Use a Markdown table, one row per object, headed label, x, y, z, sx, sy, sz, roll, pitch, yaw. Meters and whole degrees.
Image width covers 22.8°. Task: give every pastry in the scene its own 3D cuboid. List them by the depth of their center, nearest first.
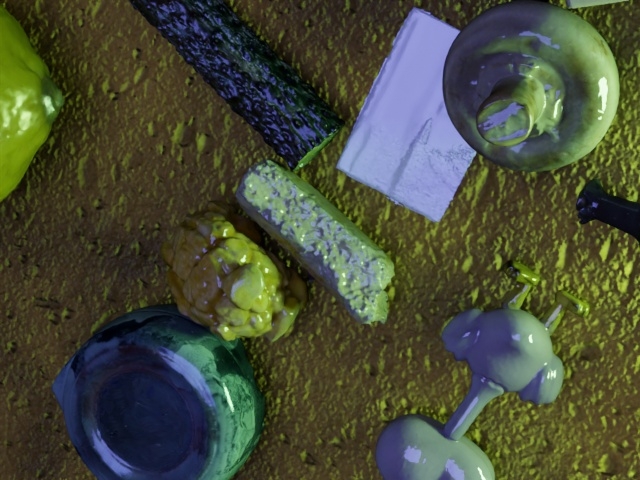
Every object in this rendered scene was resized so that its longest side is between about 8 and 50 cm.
| label | x | y | z | sx | sy | sz | roll | pitch | yaw |
| --- | --- | --- | --- | --- | --- | --- | --- | --- | --- |
| pastry | -0.003 | -0.001 | 1.967 | 0.258 | 0.121 | 0.089 | 41 | 102 | 8 |

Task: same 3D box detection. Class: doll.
| label | x | y | z | sx | sy | sz | roll | pitch | yaw |
| --- | --- | --- | --- | --- | --- | --- | --- | --- | --- |
| doll | 0.188 | 0.204 | 1.960 | 0.160 | 0.094 | 0.365 | 30 | 109 | 3 |

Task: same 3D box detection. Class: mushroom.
| label | x | y | z | sx | sy | sz | roll | pitch | yaw |
| --- | --- | --- | --- | --- | --- | --- | --- | --- | --- |
| mushroom | 0.230 | -0.163 | 1.807 | 0.207 | 0.215 | 0.207 | 9 | 118 | 17 |

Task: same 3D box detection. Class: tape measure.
| label | x | y | z | sx | sy | sz | roll | pitch | yaw |
| --- | --- | --- | --- | --- | --- | --- | --- | --- | --- |
| tape measure | -0.208 | 0.214 | 2.063 | 0.275 | 0.147 | 0.256 | -23 | 97 | 25 |

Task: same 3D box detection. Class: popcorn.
| label | x | y | z | sx | sy | sz | roll | pitch | yaw |
| --- | --- | --- | --- | --- | --- | --- | --- | --- | --- |
| popcorn | -0.115 | 0.049 | 1.993 | 0.194 | 0.163 | 0.140 | 44 | 115 | 2 |

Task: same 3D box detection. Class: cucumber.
| label | x | y | z | sx | sy | sz | roll | pitch | yaw |
| --- | --- | --- | --- | --- | --- | --- | --- | --- | --- |
| cucumber | -0.122 | -0.241 | 1.980 | 0.359 | 0.096 | 0.096 | 47 | 110 | 6 |

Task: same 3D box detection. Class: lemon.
| label | x | y | z | sx | sy | sz | roll | pitch | yaw |
| --- | --- | --- | --- | --- | --- | --- | --- | --- | --- |
| lemon | -0.516 | -0.172 | 1.993 | 0.387 | 0.350 | 0.349 | -7 | 98 | 1 |

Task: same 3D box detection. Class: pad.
| label | x | y | z | sx | sy | sz | roll | pitch | yaw |
| --- | --- | --- | --- | --- | --- | --- | --- | --- | --- |
| pad | 0.129 | -0.152 | 1.960 | 0.156 | 0.004 | 0.232 | 30 | 108 | 10 |

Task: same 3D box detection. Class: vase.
| label | x | y | z | sx | sy | sz | roll | pitch | yaw |
| --- | --- | --- | --- | --- | --- | --- | --- | --- | --- |
| vase | 0.384 | -0.018 | 1.851 | 0.183 | 0.120 | 0.120 | 23 | 107 | 27 |

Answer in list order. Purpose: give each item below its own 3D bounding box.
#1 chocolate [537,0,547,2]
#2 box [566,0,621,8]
| label | x | y | z | sx | sy | sz | roll | pitch | yaw |
| --- | --- | --- | --- | --- | --- | --- | --- | --- | --- |
| chocolate | 0.220 | -0.345 | 1.855 | 0.149 | 0.080 | 0.125 | 36 | 109 | 10 |
| box | 0.317 | -0.308 | 1.812 | 0.089 | 0.122 | 0.062 | -6 | 111 | 18 |
